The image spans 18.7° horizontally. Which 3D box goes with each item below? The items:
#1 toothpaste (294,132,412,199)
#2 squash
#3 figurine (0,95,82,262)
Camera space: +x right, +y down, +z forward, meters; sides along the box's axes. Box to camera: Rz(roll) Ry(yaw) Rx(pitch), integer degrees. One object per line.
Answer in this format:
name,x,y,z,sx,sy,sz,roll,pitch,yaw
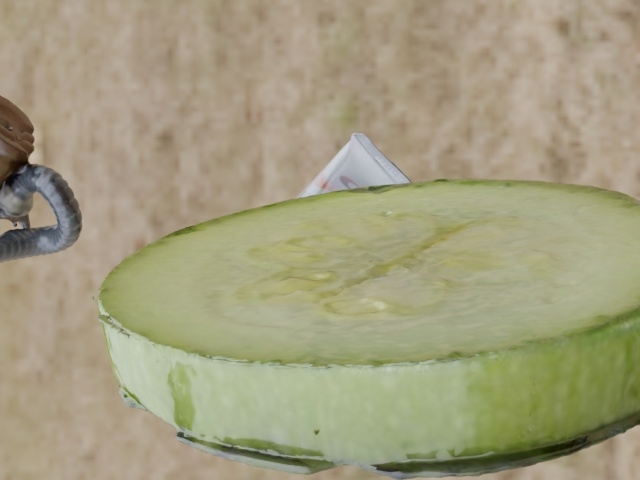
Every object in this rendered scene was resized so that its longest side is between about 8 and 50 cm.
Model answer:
toothpaste,0.000,0.000,1.489,0.100,0.066,0.323,48,153,-4
squash,0.029,0.018,0.700,0.219,0.219,0.041,-141,43,-62
figurine,-0.381,0.019,1.534,0.382,0.261,0.186,-49,13,20
